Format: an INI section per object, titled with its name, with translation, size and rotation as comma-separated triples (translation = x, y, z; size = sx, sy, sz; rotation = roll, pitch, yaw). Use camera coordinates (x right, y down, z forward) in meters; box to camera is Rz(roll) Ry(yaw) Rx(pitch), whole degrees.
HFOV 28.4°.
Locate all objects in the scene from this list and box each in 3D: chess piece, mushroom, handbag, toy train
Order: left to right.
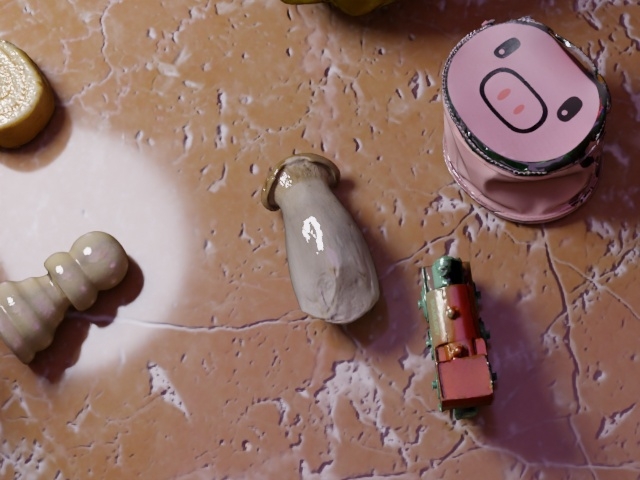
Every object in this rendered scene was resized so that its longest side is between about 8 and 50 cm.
[chess piece]
translation = -0.298, 0.053, 1.437
size = 0.170, 0.094, 0.094
rotation = -39, 70, -10
[mushroom]
translation = 0.001, 0.001, 1.409
size = 0.097, 0.088, 0.212
rotation = -40, 59, 28
[toy train]
translation = 0.144, 0.098, 1.333
size = 0.074, 0.118, 0.176
rotation = -7, 72, 4
[handbag]
translation = 0.225, -0.131, 1.402
size = 0.179, 0.116, 0.205
rotation = -38, 68, -7

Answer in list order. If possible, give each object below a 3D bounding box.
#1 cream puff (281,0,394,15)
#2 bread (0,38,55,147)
[cream puff]
translation = 0.030, -0.433, 1.436
size = 0.291, 0.257, 0.324
rotation = 32, 79, -10
[bread]
translation = -0.397, -0.183, 1.547
size = 0.122, 0.073, 0.149
rotation = -40, 72, -12
